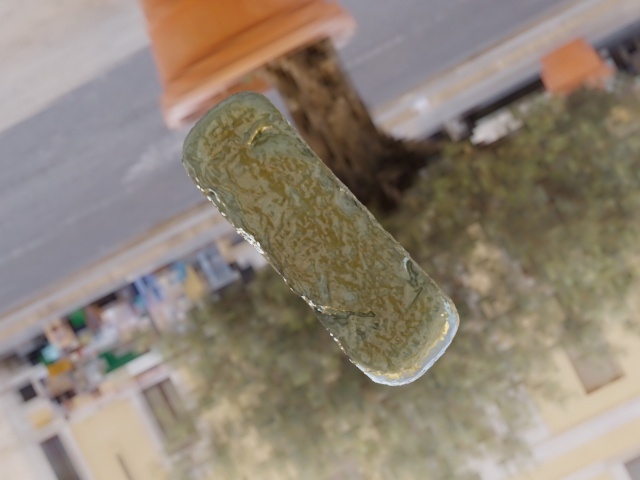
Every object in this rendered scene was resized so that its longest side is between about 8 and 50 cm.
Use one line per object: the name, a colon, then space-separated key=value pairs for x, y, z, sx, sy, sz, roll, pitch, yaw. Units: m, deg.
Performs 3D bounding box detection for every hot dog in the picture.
hot dog: x=0.000 y=0.000 z=1.298 sx=0.084 sy=0.242 sz=0.073 roll=-43 pitch=167 yaw=-1
